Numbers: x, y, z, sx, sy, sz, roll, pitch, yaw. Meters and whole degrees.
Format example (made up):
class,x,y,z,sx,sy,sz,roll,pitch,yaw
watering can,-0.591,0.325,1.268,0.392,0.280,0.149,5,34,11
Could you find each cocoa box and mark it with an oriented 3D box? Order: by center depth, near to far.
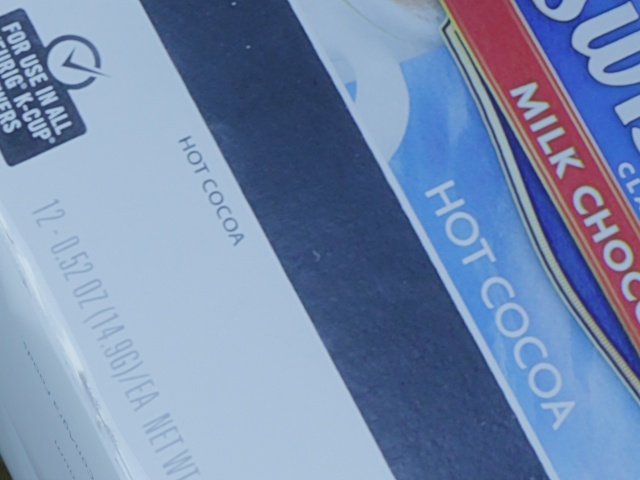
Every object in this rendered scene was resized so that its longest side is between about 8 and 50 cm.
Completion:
class,x,y,z,sx,sy,sz,roll,pitch,yaw
cocoa box,0.000,0.000,0.535,0.347,0.228,0.231,62,161,7
